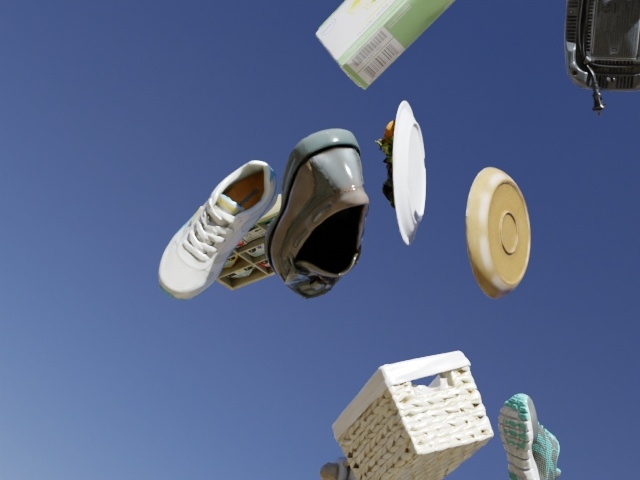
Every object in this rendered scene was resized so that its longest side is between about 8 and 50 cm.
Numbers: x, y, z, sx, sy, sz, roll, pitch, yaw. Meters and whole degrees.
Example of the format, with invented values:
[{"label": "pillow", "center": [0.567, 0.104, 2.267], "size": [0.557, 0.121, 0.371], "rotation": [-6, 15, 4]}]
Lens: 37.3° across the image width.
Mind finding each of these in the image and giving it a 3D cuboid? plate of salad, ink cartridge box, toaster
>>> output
[{"label": "plate of salad", "center": [0.111, -0.092, 1.313], "size": [0.048, 0.200, 0.200], "rotation": [-1, -42, 15]}, {"label": "ink cartridge box", "center": [0.068, -0.306, 1.204], "size": [0.056, 0.171, 0.235], "rotation": [38, 14, -33]}, {"label": "toaster", "center": [0.384, -0.270, 1.190], "size": [0.129, 0.146, 0.227], "rotation": [6, -81, 26]}]

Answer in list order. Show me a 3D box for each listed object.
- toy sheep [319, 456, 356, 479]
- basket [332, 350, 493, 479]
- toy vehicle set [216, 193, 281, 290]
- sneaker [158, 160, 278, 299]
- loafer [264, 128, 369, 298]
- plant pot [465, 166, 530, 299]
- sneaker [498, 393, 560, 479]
[{"label": "toy sheep", "center": [0.061, 0.378, 1.491], "size": [0.132, 0.091, 0.091], "rotation": [19, -28, -10]}, {"label": "basket", "center": [0.101, 0.211, 1.057], "size": [0.103, 0.113, 0.167], "rotation": [68, -30, 27]}, {"label": "toy vehicle set", "center": [-0.105, 0.003, 1.698], "size": [0.267, 0.035, 0.166], "rotation": [-22, -37, 27]}, {"label": "sneaker", "center": [-0.146, -0.019, 1.313], "size": [0.087, 0.228, 0.092], "rotation": [35, -15, 7]}, {"label": "loafer", "center": [0.000, 0.000, 0.959], "size": [0.267, 0.096, 0.084], "rotation": [98, -28, -58]}, {"label": "plant pot", "center": [0.323, -0.014, 1.683], "size": [0.032, 0.236, 0.236], "rotation": [-4, -48, 34]}, {"label": "sneaker", "center": [0.301, 0.284, 1.343], "size": [0.065, 0.076, 0.166], "rotation": [22, -52, 54]}]
